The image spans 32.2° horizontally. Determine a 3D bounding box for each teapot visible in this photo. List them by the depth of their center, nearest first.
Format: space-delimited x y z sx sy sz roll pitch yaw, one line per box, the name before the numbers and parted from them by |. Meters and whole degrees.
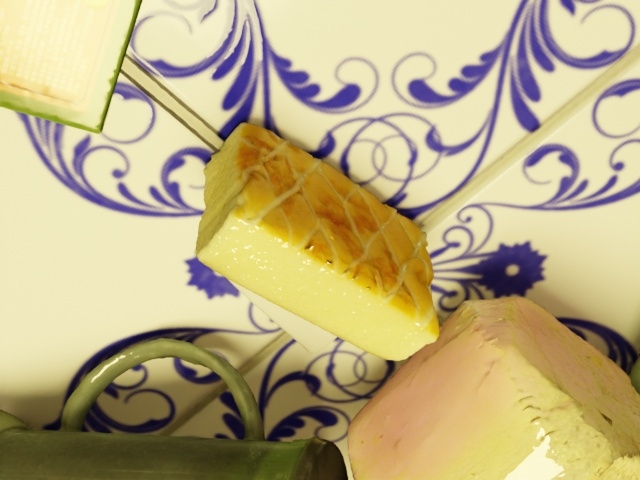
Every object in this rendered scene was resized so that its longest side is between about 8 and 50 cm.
teapot | -0.127 0.213 0.881 0.337 0.270 0.200 1 158 14

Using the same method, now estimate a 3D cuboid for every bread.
bread | 0.001 0.000 0.828 0.188 0.125 0.068 30 123 -24

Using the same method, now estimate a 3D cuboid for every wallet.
wallet | -0.025 0.039 0.910 0.061 0.025 0.122 -35 121 18

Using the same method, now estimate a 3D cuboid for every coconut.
coconut | 0.138 0.189 0.909 0.233 0.233 0.245 29 114 -24

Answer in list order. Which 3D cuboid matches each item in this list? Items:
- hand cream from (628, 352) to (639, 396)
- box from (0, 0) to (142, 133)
hand cream | 0.316 0.110 0.955 0.147 0.093 0.306 -22 135 -39
box | -0.166 -0.200 0.638 0.148 0.177 0.195 14 121 -17
